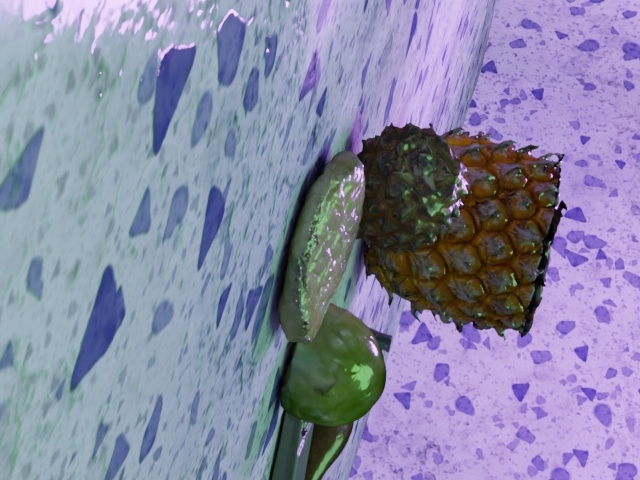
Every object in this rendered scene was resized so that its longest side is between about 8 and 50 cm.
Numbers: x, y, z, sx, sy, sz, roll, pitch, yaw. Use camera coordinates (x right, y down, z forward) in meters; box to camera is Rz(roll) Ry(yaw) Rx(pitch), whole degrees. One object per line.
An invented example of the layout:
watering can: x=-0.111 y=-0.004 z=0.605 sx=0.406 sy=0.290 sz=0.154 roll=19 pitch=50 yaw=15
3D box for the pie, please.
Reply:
pie: x=0.003 y=0.001 z=1.244 sx=0.185 sy=0.052 sz=0.218 roll=93 pitch=17 yaw=-64

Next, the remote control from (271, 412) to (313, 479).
remote control: x=-0.045 y=0.320 z=1.613 sx=0.123 sy=0.038 sz=0.285 roll=-63 pitch=165 yaw=-59

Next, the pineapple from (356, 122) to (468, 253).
pineapple: x=0.099 y=-0.059 z=1.458 sx=0.193 sy=0.166 sz=0.166 roll=126 pitch=-14 yaw=-61

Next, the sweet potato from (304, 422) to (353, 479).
sweet potato: x=0.007 y=0.315 z=1.800 sx=0.077 sy=0.077 sz=0.243 roll=95 pitch=12 yaw=-53

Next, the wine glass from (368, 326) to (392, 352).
wine glass: x=0.084 y=0.173 z=2.014 sx=0.039 sy=0.083 sz=0.042 roll=104 pitch=4 yaw=-47

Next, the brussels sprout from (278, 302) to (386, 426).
brussels sprout: x=0.024 y=0.159 z=1.439 sx=0.149 sy=0.122 sz=0.151 roll=73 pitch=35 yaw=-80

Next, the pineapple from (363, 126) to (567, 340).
pineapple: x=0.236 y=-0.017 z=1.900 sx=0.352 sy=0.300 sz=0.352 roll=16 pitch=90 yaw=-81
